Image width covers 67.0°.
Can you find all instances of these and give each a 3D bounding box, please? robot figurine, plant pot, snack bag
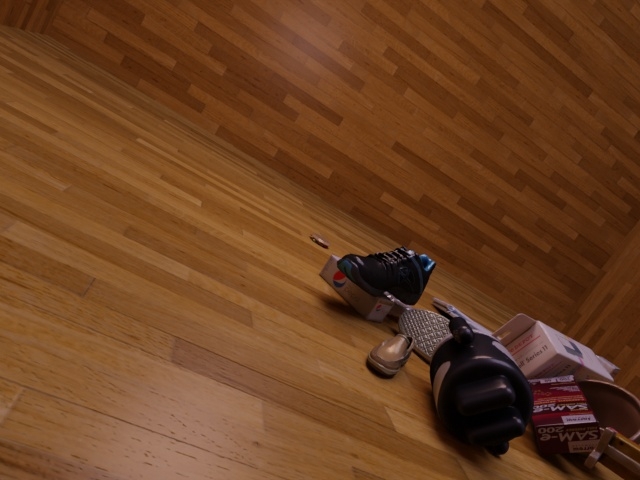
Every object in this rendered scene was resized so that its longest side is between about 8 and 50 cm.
[{"bbox_3d":[0.303,0.275,0.926,0.173,0.209,0.278,20,10,5],"label":"robot figurine"},{"bbox_3d":[0.679,0.466,1.209,0.237,0.237,0.109,-115,-173,-71],"label":"plant pot"},{"bbox_3d":[0.599,0.332,1.803,0.323,0.037,0.342,32,1,-7],"label":"snack bag"}]

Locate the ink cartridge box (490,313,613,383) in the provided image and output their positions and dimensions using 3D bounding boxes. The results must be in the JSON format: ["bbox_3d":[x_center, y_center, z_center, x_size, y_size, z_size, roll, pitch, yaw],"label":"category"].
[{"bbox_3d":[0.616,0.356,1.355,0.353,0.207,0.119,26,30,-27],"label":"ink cartridge box"}]

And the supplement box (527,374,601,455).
[{"bbox_3d":[0.556,0.403,1.132,0.239,0.130,0.073,-30,107,-72],"label":"supplement box"}]

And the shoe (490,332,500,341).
[{"bbox_3d":[0.606,0.368,1.545,0.219,0.058,0.076,34,10,-15],"label":"shoe"}]

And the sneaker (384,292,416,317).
[{"bbox_3d":[0.186,0.134,1.419,0.252,0.111,0.103,38,12,26],"label":"sneaker"}]

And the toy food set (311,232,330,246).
[{"bbox_3d":[0.000,0.000,1.750,0.082,0.020,0.083,31,11,-8],"label":"toy food set"}]

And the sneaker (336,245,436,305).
[{"bbox_3d":[0.170,0.066,1.224,0.341,0.139,0.125,17,20,-50],"label":"sneaker"}]

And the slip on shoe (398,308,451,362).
[{"bbox_3d":[0.340,0.290,1.217,0.331,0.123,0.101,31,-23,18],"label":"slip on shoe"}]

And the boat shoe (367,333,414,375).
[{"bbox_3d":[0.152,0.225,0.999,0.068,0.072,0.190,36,11,18],"label":"boat shoe"}]

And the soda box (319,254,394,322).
[{"bbox_3d":[0.094,0.127,1.300,0.074,0.069,0.216,21,16,-47],"label":"soda box"}]

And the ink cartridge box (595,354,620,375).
[{"bbox_3d":[1.047,0.542,1.858,0.139,0.190,0.082,22,15,-48],"label":"ink cartridge box"}]

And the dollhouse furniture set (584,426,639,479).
[{"bbox_3d":[0.598,0.494,0.761,0.374,0.201,0.152,33,8,41],"label":"dollhouse furniture set"}]
